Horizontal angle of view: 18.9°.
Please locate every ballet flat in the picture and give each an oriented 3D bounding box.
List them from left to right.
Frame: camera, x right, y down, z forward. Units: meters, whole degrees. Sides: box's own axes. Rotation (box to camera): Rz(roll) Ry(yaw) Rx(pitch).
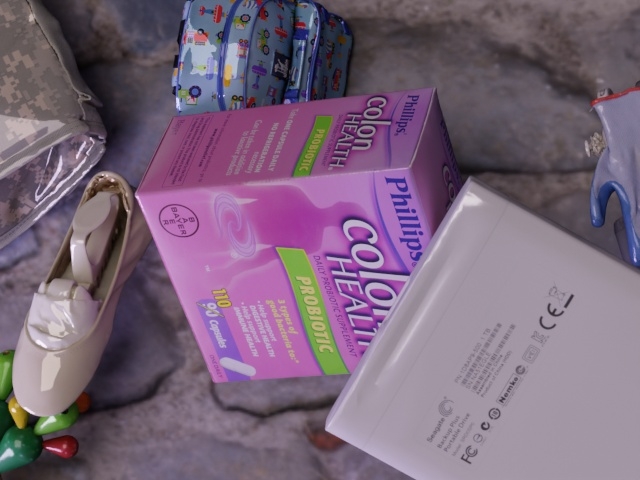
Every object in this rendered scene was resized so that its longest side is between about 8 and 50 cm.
[{"bbox_3d":[-0.219,0.039,1.732,0.086,0.086,0.248,4,52,21],"label":"ballet flat"}]

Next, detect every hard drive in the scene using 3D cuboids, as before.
[{"bbox_3d":[0.214,0.134,1.533,0.353,0.047,0.233,29,101,-5],"label":"hard drive"}]

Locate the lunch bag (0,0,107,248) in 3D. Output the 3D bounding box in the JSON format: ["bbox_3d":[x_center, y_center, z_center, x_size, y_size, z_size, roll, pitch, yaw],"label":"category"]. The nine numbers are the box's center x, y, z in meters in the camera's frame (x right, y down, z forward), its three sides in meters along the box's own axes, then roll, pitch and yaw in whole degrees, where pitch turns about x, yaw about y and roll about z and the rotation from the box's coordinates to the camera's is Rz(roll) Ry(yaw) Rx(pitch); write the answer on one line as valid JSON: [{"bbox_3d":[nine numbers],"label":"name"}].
[{"bbox_3d":[-0.347,-0.120,1.816,0.287,0.169,0.235,-34,71,17],"label":"lunch bag"}]

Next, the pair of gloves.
[{"bbox_3d":[0.308,-0.062,1.588,0.198,0.023,0.159,-12,76,-14],"label":"pair of gloves"}]

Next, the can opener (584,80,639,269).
[{"bbox_3d":[0.288,-0.005,1.608,0.093,0.074,0.280,-15,77,17],"label":"can opener"}]

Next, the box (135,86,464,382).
[{"bbox_3d":[0.000,0.000,1.631,0.243,0.214,0.117,-5,37,19],"label":"box"}]

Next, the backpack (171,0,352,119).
[{"bbox_3d":[-0.058,-0.155,1.709,0.117,0.173,0.158,8,84,22],"label":"backpack"}]

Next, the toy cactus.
[{"bbox_3d":[-0.304,0.191,1.778,0.219,0.112,0.181,2,69,33],"label":"toy cactus"}]
